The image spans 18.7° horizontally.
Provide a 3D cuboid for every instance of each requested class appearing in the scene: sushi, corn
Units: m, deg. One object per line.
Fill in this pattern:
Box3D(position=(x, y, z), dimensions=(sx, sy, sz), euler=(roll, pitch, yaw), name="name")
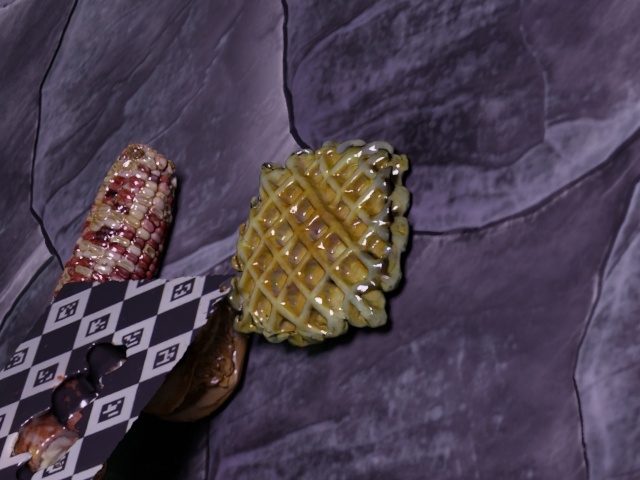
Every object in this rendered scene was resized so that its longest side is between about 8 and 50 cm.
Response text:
Box3D(position=(-0.220, 0.151, 1.831), dimensions=(0.264, 0.050, 0.290), euler=(-5, 41, 43), name="sushi")
Box3D(position=(-0.223, 0.039, 2.026), dimensions=(0.098, 0.098, 0.290), euler=(0, 68, 50), name="corn")

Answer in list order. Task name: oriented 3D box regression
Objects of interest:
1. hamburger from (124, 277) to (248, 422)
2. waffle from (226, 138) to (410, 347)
Box3D(position=(-0.136, 0.108, 1.897), dimensions=(0.147, 0.083, 0.138), euler=(-13, 56, 44), name="hamburger")
Box3D(position=(0.000, 0.000, 1.817), dimensions=(0.208, 0.054, 0.214), euler=(-11, 59, 43), name="waffle")
